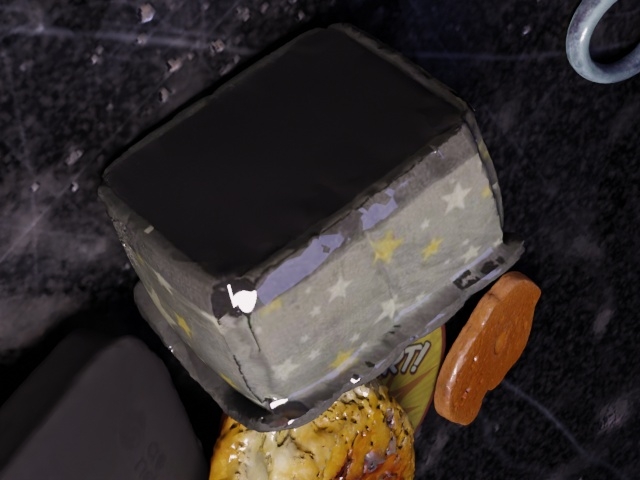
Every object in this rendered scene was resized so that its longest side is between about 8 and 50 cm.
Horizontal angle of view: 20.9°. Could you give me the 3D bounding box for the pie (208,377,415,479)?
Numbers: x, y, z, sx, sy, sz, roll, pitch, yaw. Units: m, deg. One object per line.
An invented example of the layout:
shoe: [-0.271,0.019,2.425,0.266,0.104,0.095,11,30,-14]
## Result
pie: [-0.018,0.227,1.182,0.308,0.085,0.308,-48,146,-48]

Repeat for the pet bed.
pet bed: [0.000,0.000,1.051,0.211,0.183,0.159,-36,134,-17]

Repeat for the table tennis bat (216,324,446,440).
table tennis bat: [0.017,0.080,1.236,0.200,0.038,0.310,-13,128,-39]

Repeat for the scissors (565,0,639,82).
scissors: [0.354,-0.216,1.334,0.383,0.029,0.256,8,111,-43]

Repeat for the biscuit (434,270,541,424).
biscuit: [0.127,0.080,1.328,0.130,0.019,0.102,-54,151,-16]

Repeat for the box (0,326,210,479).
box: [-0.168,0.235,1.082,0.289,0.073,0.290,-53,143,-33]
